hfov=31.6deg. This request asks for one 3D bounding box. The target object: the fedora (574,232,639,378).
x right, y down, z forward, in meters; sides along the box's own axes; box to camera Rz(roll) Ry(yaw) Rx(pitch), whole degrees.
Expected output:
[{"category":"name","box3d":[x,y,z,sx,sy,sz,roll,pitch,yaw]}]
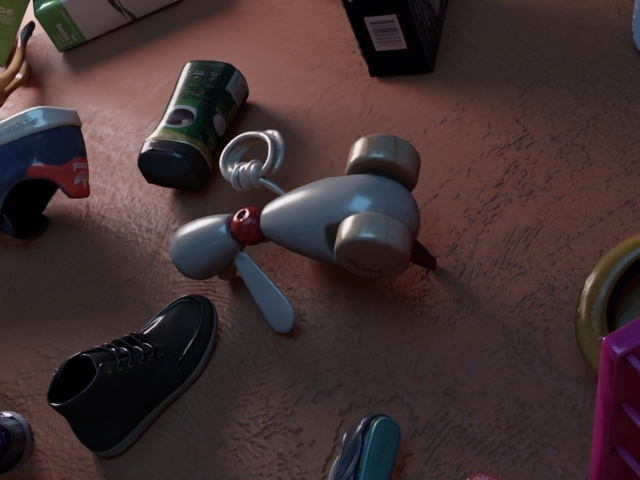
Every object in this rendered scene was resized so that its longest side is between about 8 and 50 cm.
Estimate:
[{"category":"fedora","box3d":[0.347,0.081,1.115,0.194,0.079,0.194,-12,56,18]}]

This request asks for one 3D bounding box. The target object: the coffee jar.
[{"category":"coffee jar","box3d":[-0.171,-0.152,1.517,0.096,0.079,0.184,8,56,24]}]

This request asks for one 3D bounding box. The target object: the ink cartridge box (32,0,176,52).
[{"category":"ink cartridge box","box3d":[-0.339,-0.414,1.785,0.219,0.093,0.160,-21,49,6]}]

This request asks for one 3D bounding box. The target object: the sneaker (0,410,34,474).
[{"category":"sneaker","box3d":[-0.403,0.222,1.124,0.223,0.098,0.083,-22,81,-3]}]

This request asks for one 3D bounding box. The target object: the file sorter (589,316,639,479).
[{"category":"file sorter","box3d":[0.351,0.172,0.888,0.202,0.291,0.182,-28,52,-12]}]

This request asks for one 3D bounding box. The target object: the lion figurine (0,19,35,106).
[{"category":"lion figurine","box3d":[-0.579,-0.185,1.649,0.392,0.142,0.240,-35,26,3]}]

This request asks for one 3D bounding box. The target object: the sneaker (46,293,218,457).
[{"category":"sneaker","box3d":[-0.206,0.132,1.283,0.083,0.118,0.222,21,64,34]}]

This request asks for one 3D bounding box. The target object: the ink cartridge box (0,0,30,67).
[{"category":"ink cartridge box","box3d":[-0.494,-0.387,1.770,0.209,0.062,0.109,-55,35,36]}]

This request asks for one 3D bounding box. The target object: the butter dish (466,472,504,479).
[{"category":"butter dish","box3d":[0.156,0.281,1.012,0.160,0.118,0.160,22,65,34]}]

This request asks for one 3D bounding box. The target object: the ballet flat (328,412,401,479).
[{"category":"ballet flat","box3d":[0.028,0.268,1.118,0.074,0.074,0.203,4,62,25]}]

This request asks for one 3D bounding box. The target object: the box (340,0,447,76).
[{"category":"box","box3d":[0.100,-0.327,1.488,0.093,0.156,0.158,-1,53,21]}]

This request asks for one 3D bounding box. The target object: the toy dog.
[{"category":"toy dog","box3d":[0.000,0.000,1.309,0.333,0.161,0.220,7,59,45]}]

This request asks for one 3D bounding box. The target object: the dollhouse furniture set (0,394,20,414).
[{"category":"dollhouse furniture set","box3d":[-0.482,0.288,1.269,0.151,0.197,0.301,43,87,1]}]

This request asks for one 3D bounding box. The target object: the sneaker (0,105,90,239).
[{"category":"sneaker","box3d":[-0.461,-0.057,1.549,0.350,0.131,0.148,-21,86,27]}]

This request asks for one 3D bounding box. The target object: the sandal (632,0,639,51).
[{"category":"sandal","box3d":[0.449,-0.340,1.414,0.102,0.076,0.265,6,76,44]}]
